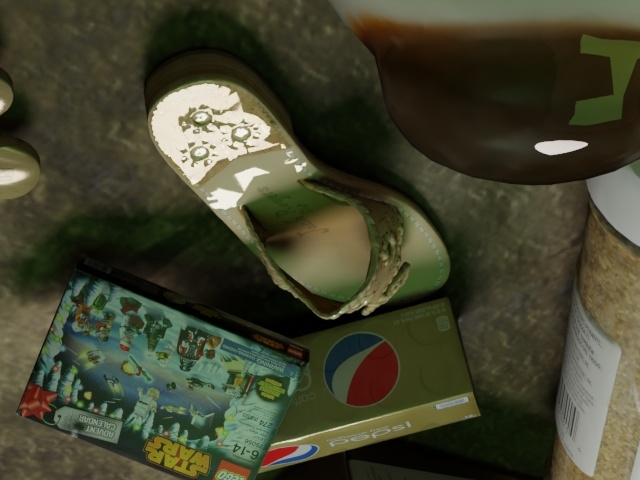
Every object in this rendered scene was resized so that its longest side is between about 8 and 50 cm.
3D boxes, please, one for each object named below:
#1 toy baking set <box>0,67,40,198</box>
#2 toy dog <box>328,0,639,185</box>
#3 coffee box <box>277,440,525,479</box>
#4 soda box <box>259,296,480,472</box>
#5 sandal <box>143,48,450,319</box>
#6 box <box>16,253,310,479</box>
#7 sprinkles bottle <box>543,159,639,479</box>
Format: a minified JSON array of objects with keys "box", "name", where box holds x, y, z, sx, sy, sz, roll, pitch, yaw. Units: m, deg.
[{"box":[-0.252,-0.044,0.658,0.256,0.030,0.197,23,127,-33],"name":"toy baking set"},{"box":[0.175,-0.180,0.424,0.407,0.285,0.395,-15,177,-7],"name":"toy dog"},{"box":[0.091,0.253,1.000,0.297,0.119,0.168,21,132,-32],"name":"coffee box"},{"box":[-0.001,0.092,0.830,0.181,0.061,0.058,-15,158,5],"name":"soda box"},{"box":[-0.005,0.003,0.721,0.088,0.079,0.240,-28,137,20],"name":"sandal"},{"box":[-0.086,0.077,0.769,0.137,0.027,0.094,22,107,-6],"name":"box"},{"box":[0.197,0.051,0.790,0.121,0.121,0.355,-8,140,-3],"name":"sprinkles bottle"}]
